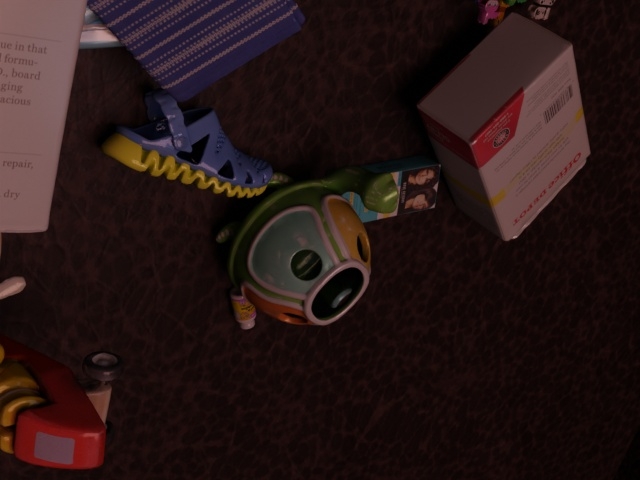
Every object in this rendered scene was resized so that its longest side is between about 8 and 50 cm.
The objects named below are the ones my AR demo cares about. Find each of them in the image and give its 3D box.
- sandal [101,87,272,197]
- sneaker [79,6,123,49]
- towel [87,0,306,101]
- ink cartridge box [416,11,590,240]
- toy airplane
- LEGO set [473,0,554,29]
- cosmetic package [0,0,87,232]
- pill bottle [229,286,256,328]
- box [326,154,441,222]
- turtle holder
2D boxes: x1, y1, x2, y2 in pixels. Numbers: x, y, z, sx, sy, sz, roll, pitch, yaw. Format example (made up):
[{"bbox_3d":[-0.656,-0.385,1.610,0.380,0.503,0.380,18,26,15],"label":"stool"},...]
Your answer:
[{"bbox_3d":[-0.202,-0.160,1.691,0.317,0.126,0.138,15,100,-43],"label":"sandal"},{"bbox_3d":[-0.286,-0.399,1.481,0.319,0.127,0.208,-15,127,-32],"label":"sneaker"},{"bbox_3d":[-0.194,-0.358,1.437,0.243,0.040,0.336,-31,139,9],"label":"towel"},{"bbox_3d":[0.378,-0.215,2.026,0.279,0.160,0.384,-45,146,-9],"label":"ink cartridge box"},{"bbox_3d":[-0.511,0.205,1.478,0.272,0.384,0.386,-21,84,-54],"label":"toy airplane"},{"bbox_3d":[0.355,-0.456,1.985,0.227,0.087,0.093,-8,121,-42],"label":"LEGO set"},{"bbox_3d":[-0.515,-0.251,1.254,0.328,0.329,0.393,1,112,-37],"label":"cosmetic package"},{"bbox_3d":[-0.147,0.129,1.937,0.043,0.043,0.083,-26,127,-24],"label":"pill bottle"},{"bbox_3d":[0.124,-0.100,2.011,0.244,0.060,0.100,-12,120,-32],"label":"box"},{"bbox_3d":[-0.002,0.016,1.833,0.320,0.227,0.243,-29,137,-18],"label":"turtle holder"}]
